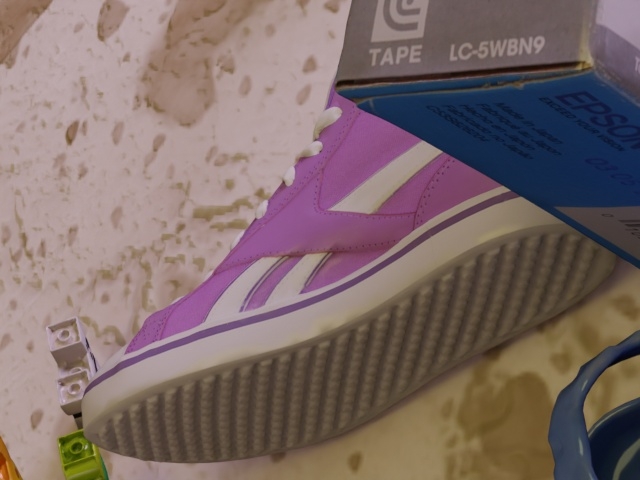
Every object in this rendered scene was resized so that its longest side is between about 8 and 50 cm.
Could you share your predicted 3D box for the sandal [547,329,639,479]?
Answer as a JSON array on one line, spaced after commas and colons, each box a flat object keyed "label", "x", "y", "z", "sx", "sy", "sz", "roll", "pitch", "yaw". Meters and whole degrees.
[{"label": "sandal", "x": 0.206, "y": 0.066, "z": 0.529, "sx": 0.317, "sy": 0.138, "sz": 0.126, "roll": -23, "pitch": 57, "yaw": 31}]

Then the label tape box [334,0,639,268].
[{"label": "label tape box", "x": 0.144, "y": -0.171, "z": 0.603, "sx": 0.106, "sy": 0.241, "sz": 0.333, "roll": -2, "pitch": 72, "yaw": 41}]

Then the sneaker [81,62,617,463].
[{"label": "sneaker", "x": 0.001, "y": 0.000, "z": 0.767, "sx": 0.282, "sy": 0.102, "sz": 0.161, "roll": -26, "pitch": 53, "yaw": 19}]

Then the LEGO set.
[{"label": "LEGO set", "x": -0.135, "y": 0.165, "z": 0.830, "sx": 0.087, "sy": 0.093, "sz": 0.227, "roll": -19, "pitch": 51, "yaw": -1}]
